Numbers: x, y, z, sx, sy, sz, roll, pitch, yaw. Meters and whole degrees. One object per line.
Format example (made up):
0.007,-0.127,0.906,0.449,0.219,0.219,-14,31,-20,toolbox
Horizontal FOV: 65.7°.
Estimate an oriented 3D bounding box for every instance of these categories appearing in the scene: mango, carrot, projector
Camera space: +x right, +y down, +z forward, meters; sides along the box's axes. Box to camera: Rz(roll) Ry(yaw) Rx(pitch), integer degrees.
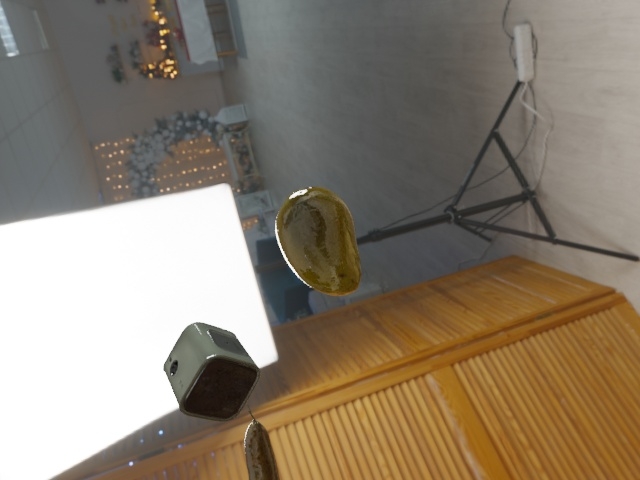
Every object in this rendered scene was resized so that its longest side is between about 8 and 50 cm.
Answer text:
0.000,0.000,0.641,0.161,0.103,0.076,65,-177,27,mango
-0.084,0.396,0.747,0.078,0.078,0.297,154,110,-75,carrot
-0.133,0.159,0.605,0.083,0.083,0.082,-59,37,3,projector
